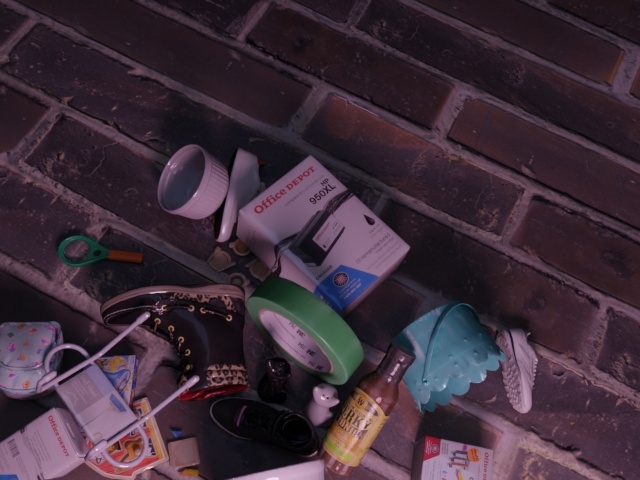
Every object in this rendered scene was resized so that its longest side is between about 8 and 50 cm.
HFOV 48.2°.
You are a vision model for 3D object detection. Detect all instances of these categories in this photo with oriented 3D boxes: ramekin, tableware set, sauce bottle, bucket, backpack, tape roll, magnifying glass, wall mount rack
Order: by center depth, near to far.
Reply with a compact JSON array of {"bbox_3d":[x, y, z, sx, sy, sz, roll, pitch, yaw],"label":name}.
[{"bbox_3d":[-0.114,0.595,1.638,0.277,0.277,0.135,-9,73,-11],"label":"ramekin"},{"bbox_3d":[-0.484,0.347,1.707,0.304,0.130,0.350,-33,80,-38],"label":"wall mount rack"},{"bbox_3d":[0.116,0.407,1.751,0.111,0.111,0.344,30,98,8],"label":"sauce bottle"},{"bbox_3d":[-0.728,0.295,1.781,0.166,0.144,0.188,2,67,-12],"label":"backpack"},{"bbox_3d":[-0.041,0.228,1.793,0.321,0.321,0.077,37,66,12],"label":"tape roll"},{"bbox_3d":[0.318,0.296,1.839,0.281,0.281,0.183,-26,65,-18],"label":"bucket"},{"bbox_3d":[-0.610,0.038,1.988,0.231,0.026,0.092,6,63,-2],"label":"magnifying glass"},{"bbox_3d":[-0.352,-0.157,2.018,0.109,0.207,0.207,27,53,-43],"label":"ramekin"},{"bbox_3d":[-0.226,0.067,2.018,0.141,0.020,0.168,-36,73,-21],"label":"tableware set"}]

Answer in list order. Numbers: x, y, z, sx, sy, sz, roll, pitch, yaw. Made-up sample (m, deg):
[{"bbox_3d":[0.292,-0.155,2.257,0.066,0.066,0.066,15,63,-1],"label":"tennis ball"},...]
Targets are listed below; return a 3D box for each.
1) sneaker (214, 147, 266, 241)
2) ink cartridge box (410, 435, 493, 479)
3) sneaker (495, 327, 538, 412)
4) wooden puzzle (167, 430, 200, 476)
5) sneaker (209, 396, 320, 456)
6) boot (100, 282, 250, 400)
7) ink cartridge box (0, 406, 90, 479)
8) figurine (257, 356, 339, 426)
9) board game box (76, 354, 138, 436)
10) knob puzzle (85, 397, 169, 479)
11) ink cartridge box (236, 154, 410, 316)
[{"bbox_3d":[-0.222,-0.122,2.066,0.123,0.106,0.290,20,72,-19],"label":"sneaker"},{"bbox_3d":[0.325,0.573,1.774,0.176,0.127,0.128,12,63,-2],"label":"ink cartridge box"},{"bbox_3d":[0.548,0.348,1.939,0.095,0.090,0.235,3,65,-16],"label":"sneaker"},{"bbox_3d":[-0.340,0.531,1.781,0.079,0.014,0.116,-1,64,-12],"label":"wooden puzzle"},{"bbox_3d":[-0.135,0.447,1.772,0.296,0.147,0.104,19,65,4],"label":"sneaker"},{"bbox_3d":[-0.363,0.263,1.839,0.378,0.138,0.284,-2,64,-20],"label":"boot"},{"bbox_3d":[-0.660,0.503,1.688,0.191,0.082,0.139,-33,71,-2],"label":"ink cartridge box"},{"bbox_3d":[-0.051,0.373,1.782,0.215,0.209,0.092,27,64,6],"label":"figurine"},{"bbox_3d":[-0.537,0.389,1.795,0.136,0.035,0.201,-3,59,2],"label":"board game box"},{"bbox_3d":[-0.496,0.499,1.768,0.213,0.030,0.213,3,64,-5],"label":"knob puzzle"},{"bbox_3d":[0.000,0.000,1.987,0.395,0.166,0.285,44,65,12],"label":"ink cartridge box"}]
